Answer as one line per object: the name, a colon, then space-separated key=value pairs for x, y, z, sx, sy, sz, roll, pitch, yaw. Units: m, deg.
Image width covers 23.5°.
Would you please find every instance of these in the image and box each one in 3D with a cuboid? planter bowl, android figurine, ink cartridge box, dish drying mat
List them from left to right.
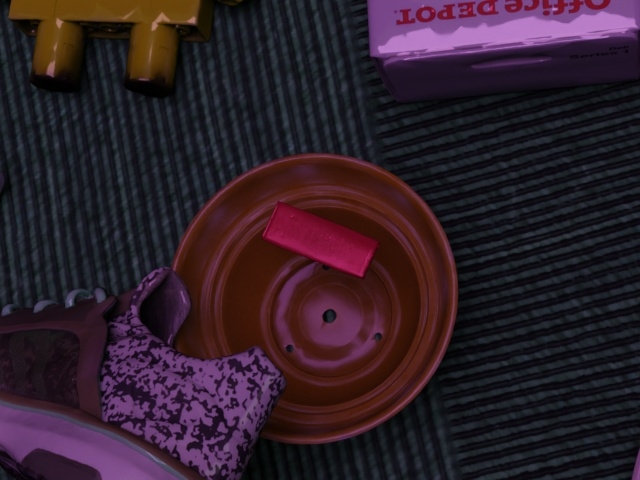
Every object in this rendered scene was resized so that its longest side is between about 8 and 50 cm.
android figurine: x=-0.167 y=-0.257 z=1.289 sx=0.248 sy=0.056 sz=0.273 roll=5 pitch=79 yaw=13
planter bowl: x=0.000 y=0.050 z=1.158 sx=0.217 sy=0.090 sz=0.217 roll=-3 pitch=75 yaw=11
dish drying mat: x=0.000 y=0.000 z=1.119 sx=0.083 sy=0.008 sz=0.032 roll=22 pitch=81 yaw=17
ink cartridge box: x=0.139 y=-0.258 z=1.191 sx=0.201 sy=0.117 sz=0.278 roll=-5 pitch=75 yaw=11

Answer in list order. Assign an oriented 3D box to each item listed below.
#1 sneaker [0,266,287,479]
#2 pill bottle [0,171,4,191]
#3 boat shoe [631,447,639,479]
sneaker: x=-0.169 y=0.096 z=1.119 sx=0.410 sy=0.158 sz=0.182 roll=23 pitch=68 yaw=41
pill bottle: x=-0.318 y=-0.075 z=1.267 sx=0.120 sy=0.067 sz=0.067 roll=42 pitch=88 yaw=18
boat shoe: x=0.229 y=0.272 z=1.064 sx=0.112 sy=0.095 sz=0.335 roll=20 pitch=86 yaw=27
